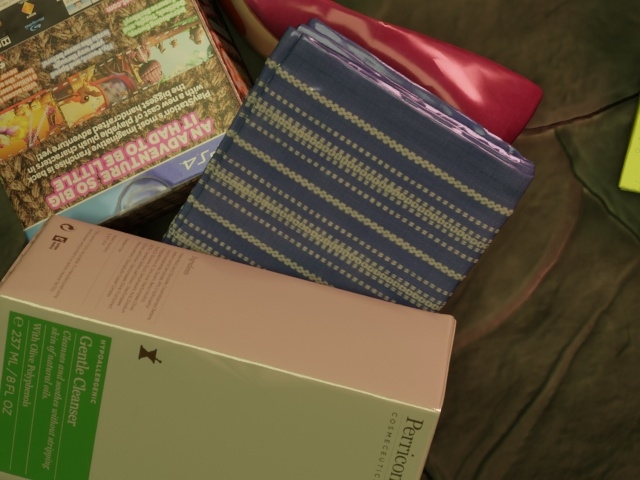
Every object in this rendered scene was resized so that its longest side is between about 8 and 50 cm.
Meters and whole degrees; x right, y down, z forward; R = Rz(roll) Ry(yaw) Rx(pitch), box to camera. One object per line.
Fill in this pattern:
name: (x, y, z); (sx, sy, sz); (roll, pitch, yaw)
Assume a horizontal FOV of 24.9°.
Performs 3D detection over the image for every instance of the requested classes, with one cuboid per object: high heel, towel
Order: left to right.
towel: (0.000, 0.000, 1.262); (0.243, 0.040, 0.336); (31, 116, -6)
high heel: (0.028, -0.212, 1.336); (0.181, 0.127, 0.377); (-38, 93, -5)

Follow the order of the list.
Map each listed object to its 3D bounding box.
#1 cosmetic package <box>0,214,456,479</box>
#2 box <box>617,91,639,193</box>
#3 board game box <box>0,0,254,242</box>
cosmetic package: (-0.087, 0.130, 1.229); (0.366, 0.155, 0.196); (14, 119, 4)
box: (0.344, -0.121, 1.319); (0.109, 0.042, 0.178); (14, 96, 8)
board game box: (-0.203, -0.163, 1.353); (0.232, 0.141, 0.291); (-25, 88, 8)
